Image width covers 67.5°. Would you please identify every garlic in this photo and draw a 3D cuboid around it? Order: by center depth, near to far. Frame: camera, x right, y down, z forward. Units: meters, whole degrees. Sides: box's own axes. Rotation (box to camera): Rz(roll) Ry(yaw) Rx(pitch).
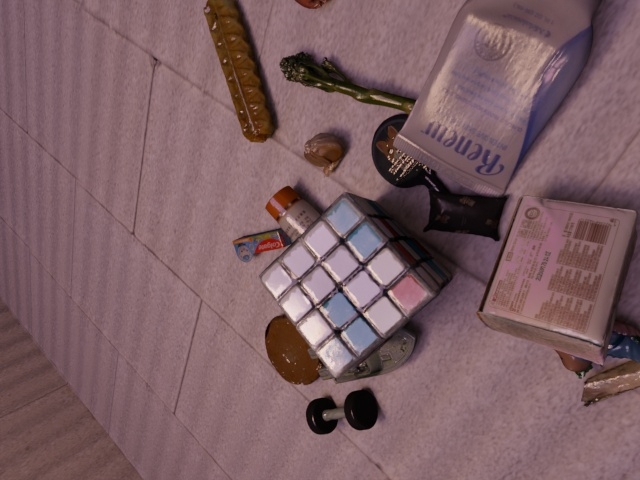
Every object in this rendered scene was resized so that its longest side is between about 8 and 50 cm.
[{"bbox_3d":[0.003,-0.206,1.098,0.113,0.094,0.074,-28,47,47],"label":"garlic"}]

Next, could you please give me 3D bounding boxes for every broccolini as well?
[{"bbox_3d":[0.084,-0.331,1.010,0.392,0.079,0.074,22,109,23],"label":"broccolini"}]

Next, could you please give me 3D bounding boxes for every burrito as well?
[{"bbox_3d":[0.528,0.257,0.866,0.055,0.041,0.149,45,130,0],"label":"burrito"}]

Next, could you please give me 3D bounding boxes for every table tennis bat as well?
[{"bbox_3d":[0.198,-0.156,0.994,0.236,0.027,0.150,52,130,15],"label":"table tennis bat"}]

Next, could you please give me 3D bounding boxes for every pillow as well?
[{"bbox_3d":[0.279,-0.050,0.930,0.150,0.048,0.090,6,131,12],"label":"pillow"}]

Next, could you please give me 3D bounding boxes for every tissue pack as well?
[{"bbox_3d":[0.387,0.057,0.782,0.185,0.124,0.225,14,72,37],"label":"tissue pack"}]

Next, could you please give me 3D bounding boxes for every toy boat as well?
[{"bbox_3d":[0.107,0.268,1.178,0.319,0.092,0.141,-26,91,41],"label":"toy boat"}]

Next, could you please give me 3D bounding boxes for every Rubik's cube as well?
[{"bbox_3d":[0.080,0.081,0.978,0.259,0.253,0.256,-46,75,15],"label":"Rubik's cube"}]

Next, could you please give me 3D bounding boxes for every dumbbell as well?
[{"bbox_3d":[0.055,0.464,1.288,0.191,0.100,0.100,-28,88,43],"label":"dumbbell"}]

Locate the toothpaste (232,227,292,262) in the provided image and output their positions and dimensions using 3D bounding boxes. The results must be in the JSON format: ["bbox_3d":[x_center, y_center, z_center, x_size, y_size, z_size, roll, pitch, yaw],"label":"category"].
[{"bbox_3d":[-0.160,0.014,1.332,0.193,0.044,0.070,-10,101,41],"label":"toothpaste"}]

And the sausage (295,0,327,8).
[{"bbox_3d":[-0.132,-0.652,1.036,0.433,0.088,0.088,49,130,14],"label":"sausage"}]

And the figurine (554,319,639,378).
[{"bbox_3d":[0.483,0.191,0.842,0.178,0.114,0.144,8,109,28],"label":"figurine"}]

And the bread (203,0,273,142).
[{"bbox_3d":[-0.199,-0.420,1.184,0.077,0.084,0.367,-157,50,-82],"label":"bread"}]

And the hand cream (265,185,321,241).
[{"bbox_3d":[0.000,0.000,1.172,0.314,0.089,0.139,50,125,8],"label":"hand cream"}]

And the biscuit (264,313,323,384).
[{"bbox_3d":[-0.074,0.313,1.374,0.226,0.042,0.225,13,113,34],"label":"biscuit"}]

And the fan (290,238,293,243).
[{"bbox_3d":[-0.066,0.083,1.265,0.038,0.016,0.193,-12,81,59],"label":"fan"}]

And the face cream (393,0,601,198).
[{"bbox_3d":[0.302,-0.279,0.811,0.235,0.137,0.420,31,132,10],"label":"face cream"}]
